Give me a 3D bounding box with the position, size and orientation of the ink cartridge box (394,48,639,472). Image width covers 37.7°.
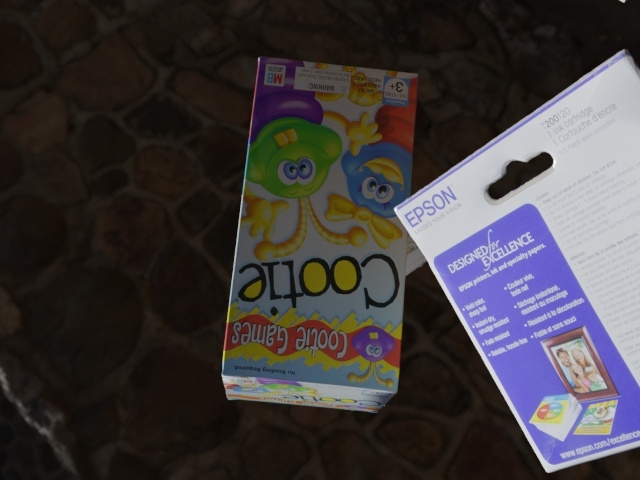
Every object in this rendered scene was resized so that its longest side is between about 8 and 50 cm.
[{"bbox_3d":[0.168,0.021,0.565,0.206,0.045,0.208,-35,84,48],"label":"ink cartridge box"}]

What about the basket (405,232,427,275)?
[{"bbox_3d":[0.052,0.029,1.273,0.103,0.167,0.113,56,175,5],"label":"basket"}]

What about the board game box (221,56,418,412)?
[{"bbox_3d":[0.000,0.000,0.823,0.144,0.275,0.142,5,163,-2],"label":"board game box"}]
